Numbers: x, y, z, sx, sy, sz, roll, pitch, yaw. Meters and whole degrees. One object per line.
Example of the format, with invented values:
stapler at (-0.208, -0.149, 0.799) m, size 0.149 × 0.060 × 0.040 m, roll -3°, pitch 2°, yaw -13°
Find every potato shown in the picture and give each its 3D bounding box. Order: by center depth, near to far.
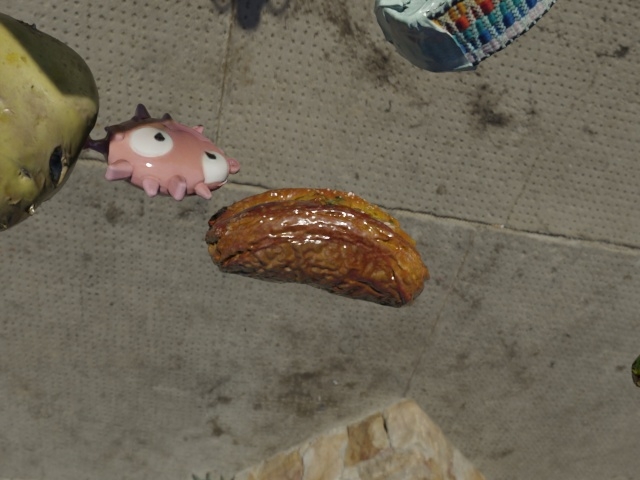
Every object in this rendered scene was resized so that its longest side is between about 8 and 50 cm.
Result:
potato at (-0.369, -0.136, 0.633) m, size 0.141 × 0.296 × 0.192 m, roll -22°, pitch 138°, yaw 25°

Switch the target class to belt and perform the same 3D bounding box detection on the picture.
belt at (0.198, -0.356, 0.761) m, size 0.258 × 0.207 × 0.150 m, roll -30°, pitch 137°, yaw 23°

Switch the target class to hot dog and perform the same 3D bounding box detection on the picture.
hot dog at (0.000, 0.000, 0.953) m, size 0.388 × 0.267 × 0.174 m, roll 12°, pitch 100°, yaw -7°

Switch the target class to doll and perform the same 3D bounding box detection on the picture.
doll at (-0.244, -0.129, 0.830) m, size 0.262 × 0.211 × 0.093 m, roll 12°, pitch 127°, yaw -26°

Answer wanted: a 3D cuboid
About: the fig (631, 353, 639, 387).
fig at (0.330, 0.088, 0.431) m, size 0.156 × 0.123 × 0.123 m, roll -11°, pitch 125°, yaw 4°
